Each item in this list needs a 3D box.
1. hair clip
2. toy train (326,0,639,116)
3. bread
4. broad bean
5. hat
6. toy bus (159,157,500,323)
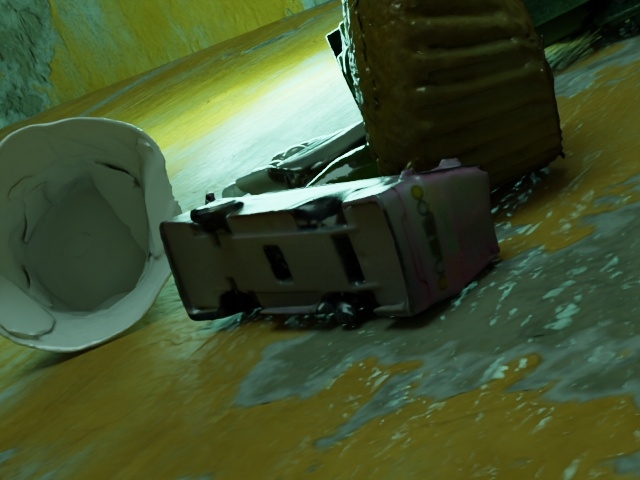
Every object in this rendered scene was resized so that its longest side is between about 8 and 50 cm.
[{"bbox_3d":[-0.009,-0.070,1.416,0.140,0.054,0.220,-24,8,33],"label":"hair clip"},{"bbox_3d":[0.180,-0.237,1.498,0.397,0.160,0.253,-28,7,-18],"label":"toy train"},{"bbox_3d":[0.091,-0.141,1.105,0.139,0.240,0.240,-14,14,5],"label":"bread"},{"bbox_3d":[0.082,-0.082,1.274,0.254,0.046,0.065,-34,43,-26],"label":"broad bean"},{"bbox_3d":[-0.202,-0.002,1.261,0.203,0.203,0.126,-25,-5,0],"label":"hat"},{"bbox_3d":[0.000,0.001,1.018,0.112,0.090,0.274,-23,11,-35],"label":"toy bus"}]
